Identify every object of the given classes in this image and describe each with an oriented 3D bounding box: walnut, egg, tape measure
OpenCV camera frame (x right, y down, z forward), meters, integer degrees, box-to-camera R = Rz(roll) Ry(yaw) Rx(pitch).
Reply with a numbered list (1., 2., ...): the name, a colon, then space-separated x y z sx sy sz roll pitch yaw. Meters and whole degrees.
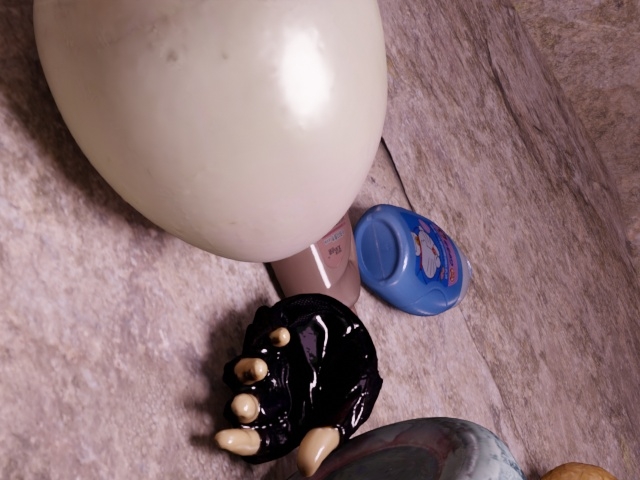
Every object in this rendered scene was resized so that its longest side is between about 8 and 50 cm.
1. walnut: 0.401 0.429 1.434 0.197 0.165 0.165 -24 93 -56
2. egg: -0.079 -0.146 0.784 0.345 0.283 0.283 66 26 -20
3. tape measure: 0.056 0.271 0.781 0.275 0.256 0.147 -33 104 -36

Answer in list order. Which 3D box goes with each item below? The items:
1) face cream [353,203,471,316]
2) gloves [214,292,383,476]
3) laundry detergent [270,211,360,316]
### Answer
1. face cream: 0.137 0.034 1.289 0.264 0.083 0.149 16 61 -59
2. gloves: -0.032 0.135 0.868 0.203 0.124 0.164 -27 65 -39
3. laundry detergent: 0.000 0.000 1.058 0.237 0.076 0.171 67 26 -7
